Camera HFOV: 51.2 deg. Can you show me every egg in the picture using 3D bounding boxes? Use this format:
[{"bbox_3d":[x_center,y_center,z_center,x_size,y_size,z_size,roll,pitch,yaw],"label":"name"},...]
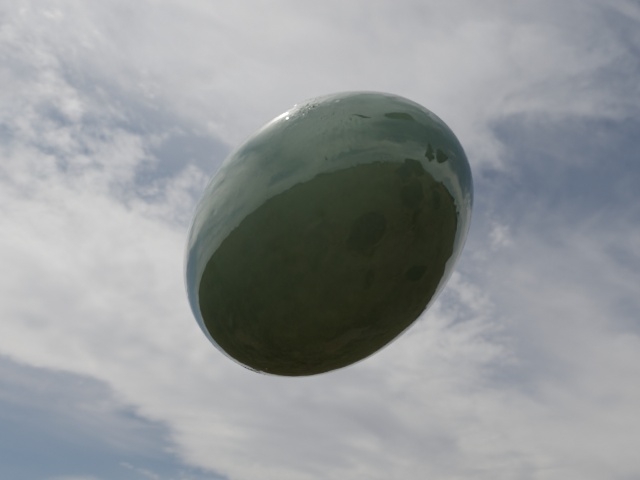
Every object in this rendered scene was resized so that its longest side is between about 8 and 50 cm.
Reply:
[{"bbox_3d":[0.000,0.000,0.743,0.276,0.276,0.389,20,-42,-29],"label":"egg"}]
